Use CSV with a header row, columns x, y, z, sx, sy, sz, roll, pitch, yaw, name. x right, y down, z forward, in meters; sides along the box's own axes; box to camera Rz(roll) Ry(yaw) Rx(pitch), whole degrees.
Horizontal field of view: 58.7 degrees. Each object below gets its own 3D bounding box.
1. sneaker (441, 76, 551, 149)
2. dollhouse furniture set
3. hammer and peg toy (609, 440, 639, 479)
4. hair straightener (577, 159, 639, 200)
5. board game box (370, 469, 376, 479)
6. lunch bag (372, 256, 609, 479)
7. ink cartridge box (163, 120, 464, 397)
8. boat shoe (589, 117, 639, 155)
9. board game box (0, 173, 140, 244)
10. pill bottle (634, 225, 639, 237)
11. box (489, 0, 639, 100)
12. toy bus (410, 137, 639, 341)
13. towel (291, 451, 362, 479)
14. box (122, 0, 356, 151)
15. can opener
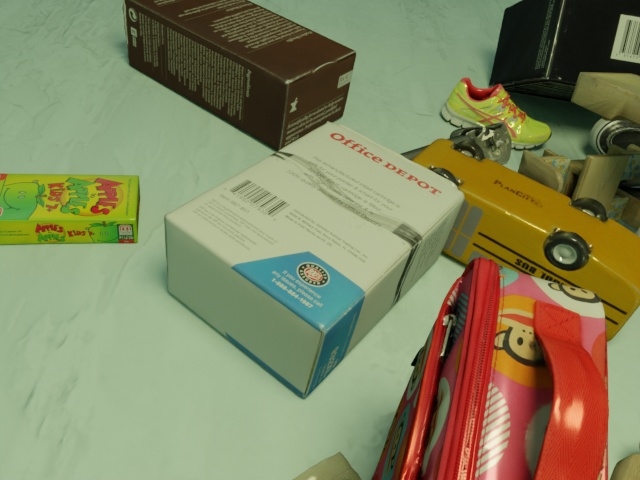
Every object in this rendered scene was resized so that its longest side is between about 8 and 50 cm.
x,y,z,sx,sy,sz,roll,pitch,yaw,name
0.336,-0.241,1.066,0.208,0.094,0.081,21,41,8,sneaker
0.424,-0.098,0.816,0.212,0.242,0.161,-5,32,-19,dollhouse furniture set
0.324,0.299,0.420,0.266,0.127,0.361,41,48,14,hammer and peg toy
0.485,-0.113,0.966,0.230,0.089,0.047,3,36,-8,hair straightener
0.180,0.216,0.563,0.194,0.060,0.194,29,46,18,board game box
0.105,0.165,0.374,0.120,0.258,0.293,19,51,6,lunch bag
0.000,0.000,0.702,0.223,0.129,0.307,33,46,21,ink cartridge box
0.638,-0.143,1.016,0.301,0.108,0.102,22,28,1,boat shoe
-0.330,-0.042,0.735,0.181,0.043,0.092,-1,43,-14,board game box
0.584,0.049,0.761,0.161,0.161,0.283,-20,51,-31,pill bottle
0.526,-0.366,1.096,0.296,0.183,0.294,8,10,-5,box
0.270,-0.012,0.777,0.332,0.130,0.108,31,46,19,toy bus
-0.006,0.341,0.389,0.312,0.056,0.324,-24,52,-33,towel
-0.148,-0.326,1.016,0.381,0.143,0.191,32,45,23,box
0.217,-0.141,0.966,0.283,0.076,0.095,-20,19,-30,can opener
